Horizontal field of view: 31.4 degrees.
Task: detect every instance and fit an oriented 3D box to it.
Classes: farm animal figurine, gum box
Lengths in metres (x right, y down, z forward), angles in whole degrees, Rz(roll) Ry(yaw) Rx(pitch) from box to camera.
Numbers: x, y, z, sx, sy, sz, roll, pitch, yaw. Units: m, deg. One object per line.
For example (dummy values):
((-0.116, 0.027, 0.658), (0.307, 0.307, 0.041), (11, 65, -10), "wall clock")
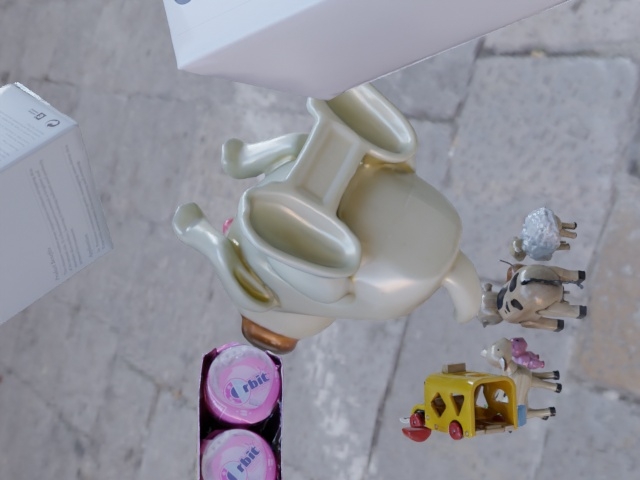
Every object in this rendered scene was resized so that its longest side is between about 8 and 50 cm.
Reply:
((0.365, 0.146, 2.109), (0.327, 0.172, 0.330), (111, 162, -51), "farm animal figurine")
((-0.061, 0.172, 0.833), (0.107, 0.062, 0.188), (117, 153, -76), "gum box")

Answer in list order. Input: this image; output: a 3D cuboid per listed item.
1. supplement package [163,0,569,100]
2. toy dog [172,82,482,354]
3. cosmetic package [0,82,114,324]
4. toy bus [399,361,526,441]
((0.044, -0.215, 0.791), (0.262, 0.204, 0.145), (-19, 80, 29), "supplement package")
((0.000, 0.000, 1.568), (0.408, 0.395, 0.284), (-34, 34, 59), "toy dog")
((-0.458, 0.005, 1.365), (0.156, 0.385, 0.217), (32, 143, 35), "cosmetic package")
((0.208, 0.239, 1.731), (0.191, 0.202, 0.104), (-6, -85, -77), "toy bus")
